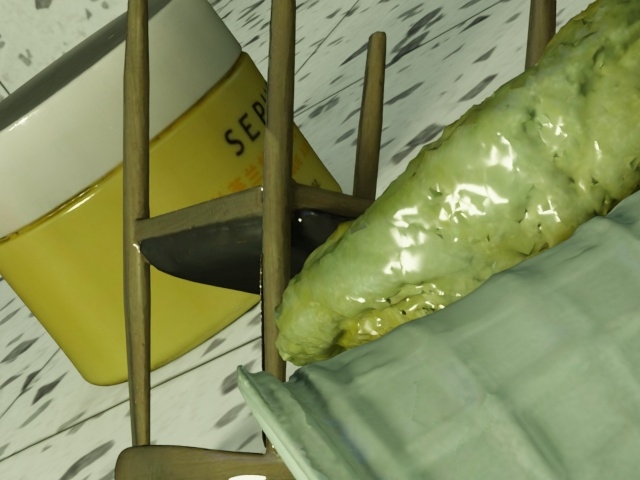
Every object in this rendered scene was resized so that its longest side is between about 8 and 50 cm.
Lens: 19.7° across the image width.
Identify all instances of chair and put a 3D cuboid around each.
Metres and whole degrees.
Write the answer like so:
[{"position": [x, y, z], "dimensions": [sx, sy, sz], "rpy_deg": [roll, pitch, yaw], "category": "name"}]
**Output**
[{"position": [0.000, 0.000, 0.882], "dimensions": [0.188, 0.166, 0.272], "rpy_deg": [-11, 71, 58], "category": "chair"}]

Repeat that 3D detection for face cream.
[{"position": [-0.120, -0.038, 1.217], "dimensions": [0.218, 0.179, 0.218], "rpy_deg": [-34, 14, 9], "category": "face cream"}]

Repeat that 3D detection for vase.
[{"position": [0.136, 0.013, 0.534], "dimensions": [0.299, 0.143, 0.143], "rpy_deg": [-34, 13, -7], "category": "vase"}]

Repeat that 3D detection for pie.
[{"position": [0.108, -0.028, 0.698], "dimensions": [0.277, 0.078, 0.277], "rpy_deg": [-38, -10, -8], "category": "pie"}]
